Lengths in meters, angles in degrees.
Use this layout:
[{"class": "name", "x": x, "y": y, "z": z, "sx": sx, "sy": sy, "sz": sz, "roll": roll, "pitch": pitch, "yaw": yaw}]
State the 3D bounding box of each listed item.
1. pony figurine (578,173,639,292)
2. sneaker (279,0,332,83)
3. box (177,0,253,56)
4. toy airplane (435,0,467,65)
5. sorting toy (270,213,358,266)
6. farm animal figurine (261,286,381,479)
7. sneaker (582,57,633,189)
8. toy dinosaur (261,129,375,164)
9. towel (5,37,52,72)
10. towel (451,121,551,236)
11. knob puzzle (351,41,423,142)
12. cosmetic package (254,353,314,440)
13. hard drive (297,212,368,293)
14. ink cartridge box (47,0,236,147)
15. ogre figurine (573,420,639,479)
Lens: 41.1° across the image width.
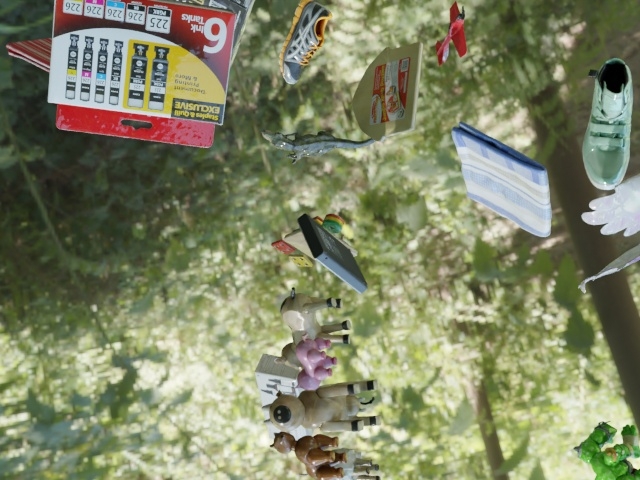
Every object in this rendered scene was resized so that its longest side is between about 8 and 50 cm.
[{"class": "pony figurine", "x": 0.668, "y": -0.011, "z": 1.550, "sx": 0.351, "sy": 0.363, "sz": 0.302, "roll": -31, "pitch": 149, "yaw": -13}, {"class": "sneaker", "x": -0.037, "y": -0.485, "z": 2.104, "sx": 0.084, "sy": 0.083, "sz": 0.214, "roll": -26, "pitch": 139, "yaw": -59}, {"class": "box", "x": -0.303, "y": -0.550, "z": 2.082, "sx": 0.243, "sy": 0.076, "sz": 0.307, "roll": 26, "pitch": 152, "yaw": -6}, {"class": "toy airplane", "x": 0.276, "y": -0.433, "z": 1.809, "sx": 0.028, "sy": 0.151, "sz": 0.151, "roll": 3, "pitch": 157, "yaw": -13}, {"class": "sorting toy", "x": 0.000, "y": 0.000, "z": 2.019, "sx": 0.132, "sy": 0.046, "sz": 0.275, "roll": 34, "pitch": 150, "yaw": -24}, {"class": "farm animal figurine", "x": -0.013, "y": 0.284, "z": 1.570, "sx": 0.172, "sy": 0.330, "sz": 0.327, "roll": -8, "pitch": 154, "yaw": 24}, {"class": "sneaker", "x": 0.575, "y": -0.238, "z": 1.718, "sx": 0.094, "sy": 0.255, "sz": 0.151, "roll": 4, "pitch": 173, "yaw": 22}, {"class": "toy dinosaur", "x": 0.000, "y": -0.194, "z": 1.705, "sx": 0.268, "sy": 0.064, "sz": 0.118, "roll": -7, "pitch": -179, "yaw": -24}, {"class": "towel", "x": -0.516, "y": -0.400, "z": 1.872, "sx": 0.275, "sy": 0.199, "sz": 0.031, "roll": -30, "pitch": 141, "yaw": -55}, {"class": "towel", "x": 0.361, "y": -0.113, "z": 1.690, "sx": 0.034, "sy": 0.209, "sz": 0.285, "roll": -52, "pitch": 153, "yaw": -10}, {"class": "knob puzzle", "x": 0.132, "y": -0.285, "z": 1.678, "sx": 0.030, "sy": 0.213, "sz": 0.213, "roll": 10, "pitch": 150, "yaw": -36}, {"class": "cosmetic package", "x": -0.076, "y": 0.355, "z": 1.882, "sx": 0.099, "sy": 0.060, "sz": 0.239, "roll": 9, "pitch": 134, "yaw": 18}, {"class": "hard drive", "x": 0.021, "y": 0.022, "z": 1.373, "sx": 0.022, "sy": 0.094, "sz": 0.135, "roll": -38, "pitch": 136, "yaw": 13}, {"class": "ink cartridge box", "x": -0.325, "y": -0.304, "z": 1.553, "sx": 0.310, "sy": 0.271, "sz": 0.130, "roll": 5, "pitch": -163, "yaw": -11}, {"class": "ogre figurine", "x": 0.545, "y": 0.404, "z": 1.533, "sx": 0.118, "sy": 0.197, "sz": 0.096, "roll": -10, "pitch": 141, "yaw": -27}]
